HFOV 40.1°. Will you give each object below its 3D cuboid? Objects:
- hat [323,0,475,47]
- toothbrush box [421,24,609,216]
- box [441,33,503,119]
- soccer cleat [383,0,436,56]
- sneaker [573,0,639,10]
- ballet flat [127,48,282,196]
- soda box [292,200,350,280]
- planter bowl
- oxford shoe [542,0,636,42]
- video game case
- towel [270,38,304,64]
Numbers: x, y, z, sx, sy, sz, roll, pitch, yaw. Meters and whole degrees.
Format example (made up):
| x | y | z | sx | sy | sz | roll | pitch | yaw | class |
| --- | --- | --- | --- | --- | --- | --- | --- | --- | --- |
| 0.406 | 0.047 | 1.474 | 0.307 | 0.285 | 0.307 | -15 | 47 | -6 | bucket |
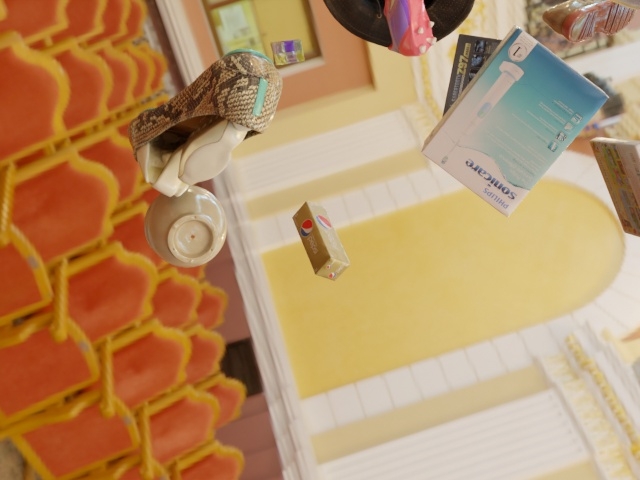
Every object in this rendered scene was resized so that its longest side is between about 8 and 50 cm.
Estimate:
| x | y | z | sx | sy | sz | roll | pitch | yaw | class |
| --- | --- | --- | --- | --- | --- | --- | --- | --- | --- |
| 0.157 | -0.542 | 1.811 | 0.134 | 0.331 | 0.331 | -93 | 165 | -86 | hat |
| 0.368 | -0.230 | 1.693 | 0.216 | 0.296 | 0.126 | 36 | 18 | -2 | toothbrush box |
| 0.389 | -0.351 | 2.035 | 0.059 | 0.183 | 0.233 | 46 | 55 | -78 | box |
| 0.147 | -0.449 | 1.574 | 0.095 | 0.083 | 0.248 | 13 | -51 | 37 | soccer cleat |
| 0.592 | -0.568 | 1.738 | 0.315 | 0.127 | 0.182 | 32 | -77 | 53 | sneaker |
| -0.233 | -0.178 | 1.564 | 0.482 | 0.164 | 0.182 | -20 | -123 | 53 | ballet flat |
| 0.000 | 0.000 | 1.926 | 0.061 | 0.058 | 0.181 | 19 | 34 | -38 | soda box |
| -0.253 | -0.017 | 1.685 | 0.109 | 0.162 | 0.162 | -135 | -154 | -67 | planter bowl |
| 0.777 | -0.658 | 2.499 | 0.130 | 0.348 | 0.123 | 40 | -46 | 36 | oxford shoe |
| 0.652 | -0.105 | 1.824 | 0.227 | 0.026 | 0.206 | 65 | -3 | -12 | video game case |
| -0.084 | -0.478 | 2.222 | 0.009 | 0.083 | 0.060 | 176 | -95 | -75 | towel |
